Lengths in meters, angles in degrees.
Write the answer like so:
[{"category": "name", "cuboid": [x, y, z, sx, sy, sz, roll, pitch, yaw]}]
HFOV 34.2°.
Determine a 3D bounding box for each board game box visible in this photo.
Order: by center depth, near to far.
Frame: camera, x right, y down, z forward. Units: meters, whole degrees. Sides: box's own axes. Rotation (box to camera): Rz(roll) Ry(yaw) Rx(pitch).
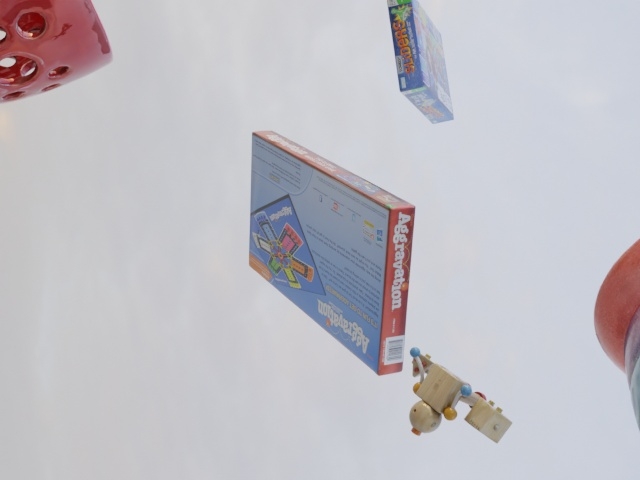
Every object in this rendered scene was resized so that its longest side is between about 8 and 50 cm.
[{"category": "board game box", "cuboid": [0.000, 0.000, 0.947, 0.281, 0.027, 0.145, 35, -55, 58]}, {"category": "board game box", "cuboid": [0.141, -0.251, 1.450, 0.201, 0.035, 0.136, 21, 61, -70]}]

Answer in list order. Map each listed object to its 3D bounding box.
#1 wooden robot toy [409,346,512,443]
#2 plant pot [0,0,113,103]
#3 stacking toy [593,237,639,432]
[{"category": "wooden robot toy", "cuboid": [0.134, 0.184, 1.121, 0.079, 0.076, 0.173, -55, -142, 0]}, {"category": "plant pot", "cuboid": [-0.278, -0.192, 0.807, 0.191, 0.174, 0.191, 63, -9, 17]}, {"category": "stacking toy", "cuboid": [0.322, 0.102, 0.600, 0.309, 0.279, 0.130, 59, 12, -34]}]
